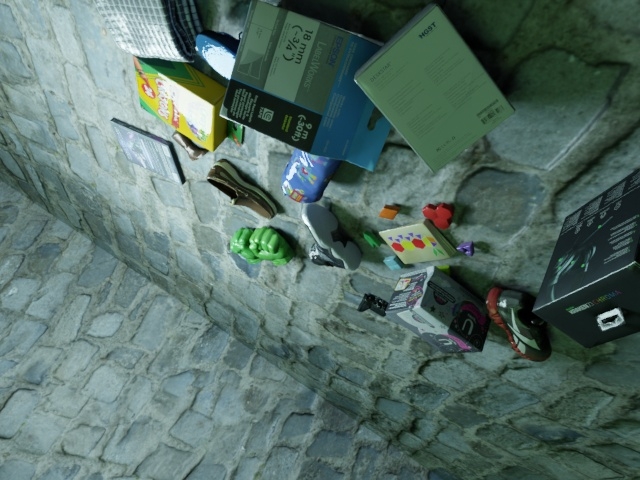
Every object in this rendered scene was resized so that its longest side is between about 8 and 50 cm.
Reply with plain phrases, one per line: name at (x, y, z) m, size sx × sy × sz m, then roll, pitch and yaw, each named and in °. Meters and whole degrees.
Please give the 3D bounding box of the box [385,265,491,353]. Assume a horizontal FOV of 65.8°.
box at (0.343, 0.207, 1.423) m, size 0.247 × 0.142 × 0.163 m, roll 35°, pitch 153°, yaw -17°

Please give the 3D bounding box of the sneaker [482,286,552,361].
sneaker at (0.558, 0.231, 1.321) m, size 0.276 × 0.098 × 0.135 m, roll 49°, pitch 149°, yaw -19°

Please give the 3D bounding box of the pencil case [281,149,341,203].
pencil case at (-0.013, -0.210, 1.249) m, size 0.133 × 0.119 × 0.306 m, roll 42°, pitch 150°, yaw 4°

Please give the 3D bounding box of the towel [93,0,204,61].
towel at (-0.417, -0.563, 1.149) m, size 0.234 × 0.121 × 0.284 m, roll 17°, pitch 145°, yaw 27°

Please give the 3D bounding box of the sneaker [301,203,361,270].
sneaker at (0.000, 0.000, 1.544) m, size 0.153 × 0.101 × 0.269 m, roll -10°, pitch 131°, yaw 47°

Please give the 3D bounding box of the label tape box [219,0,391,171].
label tape box at (-0.012, -0.308, 0.997) m, size 0.333 × 0.106 × 0.241 m, roll 25°, pitch 109°, yaw 15°

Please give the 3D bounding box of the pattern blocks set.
pattern blocks set at (0.267, 0.005, 1.362) m, size 0.324 × 0.026 × 0.285 m, roll -3°, pitch 133°, yaw 46°

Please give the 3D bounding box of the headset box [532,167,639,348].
headset box at (0.537, 0.033, 0.882) m, size 0.131 × 0.283 × 0.246 m, roll 34°, pitch 149°, yaw 2°

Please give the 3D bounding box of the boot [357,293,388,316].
boot at (0.188, 0.239, 1.757) m, size 0.099 × 0.045 × 0.121 m, roll 27°, pitch 148°, yaw 8°

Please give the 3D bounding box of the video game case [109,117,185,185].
video game case at (-0.623, -0.319, 1.791) m, size 0.274 × 0.026 × 0.196 m, roll 25°, pitch 148°, yaw 18°

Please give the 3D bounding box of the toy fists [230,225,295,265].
toy fists at (-0.226, 0.021, 1.807) m, size 0.279 × 0.096 × 0.142 m, roll 0°, pitch 134°, yaw 46°

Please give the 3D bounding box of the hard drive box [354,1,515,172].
hard drive box at (0.203, -0.272, 0.895) m, size 0.181 × 0.089 × 0.232 m, roll -37°, pitch 109°, yaw 22°

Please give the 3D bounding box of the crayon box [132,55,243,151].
crayon box at (-0.366, -0.385, 1.388) m, size 0.318 × 0.081 × 0.202 m, roll 31°, pitch 149°, yaw 5°

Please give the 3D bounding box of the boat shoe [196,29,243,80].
boat shoe at (-0.163, -0.410, 1.149) m, size 0.258 × 0.089 × 0.109 m, roll 33°, pitch 151°, yaw -3°

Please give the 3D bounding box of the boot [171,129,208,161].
boot at (-0.425, -0.313, 1.597) m, size 0.106 × 0.037 × 0.114 m, roll -8°, pitch 125°, yaw 47°

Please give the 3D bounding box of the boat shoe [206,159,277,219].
boat shoe at (-0.261, -0.143, 1.608) m, size 0.257 × 0.095 × 0.095 m, roll 39°, pitch 150°, yaw -7°
